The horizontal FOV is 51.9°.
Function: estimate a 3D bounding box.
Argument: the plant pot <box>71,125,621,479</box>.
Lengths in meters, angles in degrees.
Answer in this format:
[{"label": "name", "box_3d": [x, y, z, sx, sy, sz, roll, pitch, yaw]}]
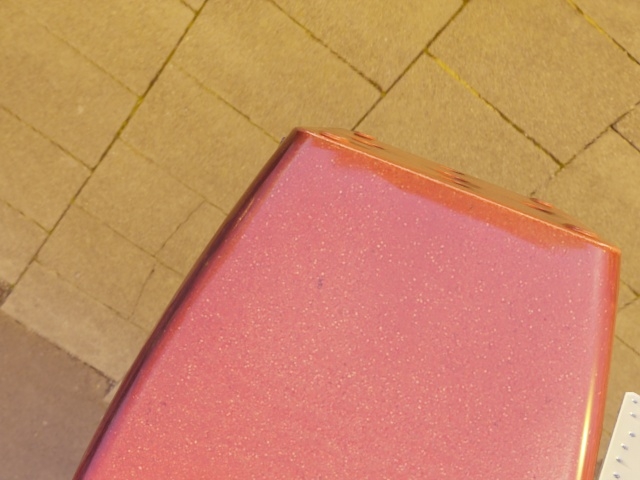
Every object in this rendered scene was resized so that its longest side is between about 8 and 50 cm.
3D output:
[{"label": "plant pot", "box_3d": [0.045, 0.064, 0.438, 0.267, 0.267, 0.236, 22, 102, 7]}]

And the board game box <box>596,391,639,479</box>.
[{"label": "board game box", "box_3d": [0.646, 0.475, 1.082, 0.390, 0.390, 0.050, 31, 127, 19]}]

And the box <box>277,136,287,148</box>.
[{"label": "box", "box_3d": [0.000, 0.000, 0.877, 0.183, 0.231, 0.056, 18, 166, -9]}]
